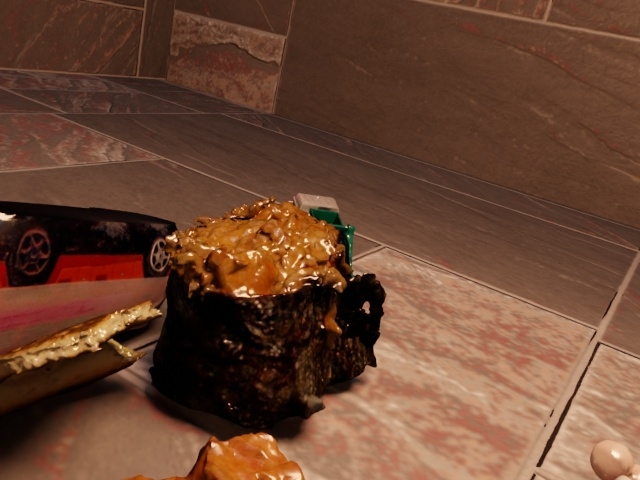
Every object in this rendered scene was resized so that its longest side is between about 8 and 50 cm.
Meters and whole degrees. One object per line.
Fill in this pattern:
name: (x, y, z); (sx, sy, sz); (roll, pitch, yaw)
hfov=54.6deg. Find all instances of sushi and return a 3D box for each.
sushi: (-0.041, 0.064, 0.724); (0.235, 0.207, 0.348); (8, 16, 8)

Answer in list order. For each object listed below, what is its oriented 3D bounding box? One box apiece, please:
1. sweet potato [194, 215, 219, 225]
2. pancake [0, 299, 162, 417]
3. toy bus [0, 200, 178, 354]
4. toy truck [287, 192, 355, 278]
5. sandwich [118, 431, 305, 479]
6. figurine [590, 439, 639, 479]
sweet potato: (-0.128, -0.015, 1.124); (0.206, 0.060, 0.068); (11, -19, -26)
pancake: (-0.260, 0.123, 0.545); (0.258, 0.056, 0.212); (-22, -2, -2)
toy bus: (-0.286, 0.034, 0.676); (0.128, 0.147, 0.303); (20, 7, 24)
toy truck: (0.000, 0.000, 1.026); (0.110, 0.116, 0.216); (8, 31, -17)
sandwich: (-0.055, 0.212, 0.312); (0.109, 0.212, 0.292); (15, -2, -43)
figurine: (0.309, 0.246, 0.521); (0.182, 0.144, 0.257); (23, 18, 36)
